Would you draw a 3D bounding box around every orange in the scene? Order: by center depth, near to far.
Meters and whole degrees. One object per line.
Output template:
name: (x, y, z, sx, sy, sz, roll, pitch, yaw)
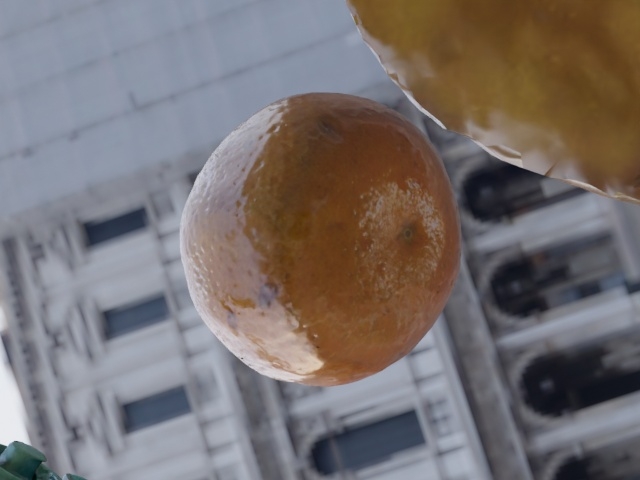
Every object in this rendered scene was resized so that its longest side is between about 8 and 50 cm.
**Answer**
orange: (0.000, 0.000, 1.312, 0.224, 0.170, 0.224, -1, -89, -45)

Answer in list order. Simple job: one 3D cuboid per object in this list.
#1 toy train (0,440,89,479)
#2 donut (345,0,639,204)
toy train: (-0.100, 0.161, 0.720, 0.154, 0.107, 0.198, 30, -177, -26)
donut: (0.130, -0.141, 0.582, 0.108, 0.277, 0.278, -97, -13, -80)
